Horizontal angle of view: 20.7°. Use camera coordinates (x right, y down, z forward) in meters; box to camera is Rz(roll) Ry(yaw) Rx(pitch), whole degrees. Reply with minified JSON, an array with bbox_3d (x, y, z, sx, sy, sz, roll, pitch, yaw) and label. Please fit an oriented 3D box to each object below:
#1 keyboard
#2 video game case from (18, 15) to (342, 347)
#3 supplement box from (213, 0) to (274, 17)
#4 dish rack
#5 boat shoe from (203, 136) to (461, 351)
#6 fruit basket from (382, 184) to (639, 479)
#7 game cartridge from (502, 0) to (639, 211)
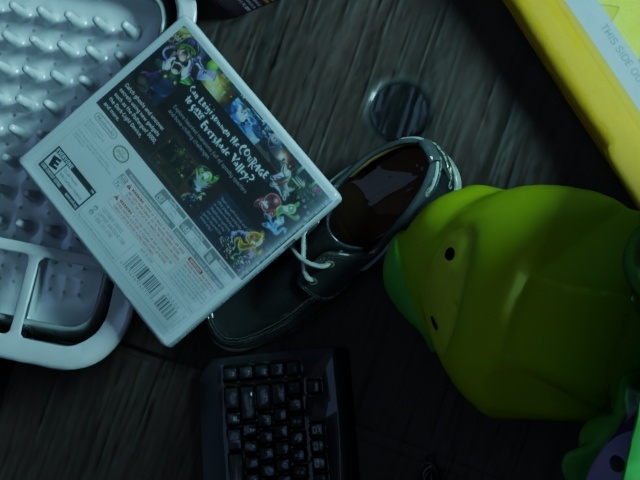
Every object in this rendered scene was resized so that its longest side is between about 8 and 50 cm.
[{"bbox_3d":[0.010,0.240,1.333,0.201,0.033,0.317,-6,83,10],"label":"keyboard"},{"bbox_3d":[-0.107,-0.046,1.325,0.173,0.022,0.190,-41,76,3],"label":"video game case"},{"bbox_3d":[-0.010,-0.262,1.373,0.188,0.081,0.104,-21,80,8],"label":"supplement box"},{"bbox_3d":[-0.250,-0.077,1.402,0.285,0.072,0.333,11,85,13],"label":"dish rack"},{"bbox_3d":[0.000,0.000,1.341,0.233,0.079,0.084,-36,80,6],"label":"boat shoe"},{"bbox_3d":[0.201,0.065,1.172,0.392,0.283,0.392,4,106,14],"label":"fruit basket"},{"bbox_3d":[0.317,-0.163,1.312,0.285,0.052,0.324,-33,78,6],"label":"game cartridge"}]
